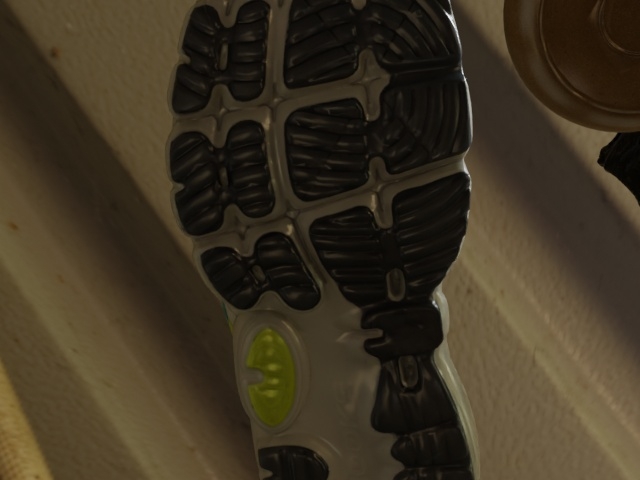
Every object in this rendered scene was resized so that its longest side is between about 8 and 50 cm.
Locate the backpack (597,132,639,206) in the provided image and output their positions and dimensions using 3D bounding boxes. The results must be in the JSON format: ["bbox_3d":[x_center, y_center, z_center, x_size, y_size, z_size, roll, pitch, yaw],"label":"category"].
[{"bbox_3d":[0.405,-0.118,1.441,0.158,0.173,0.117,-3,-138,-32],"label":"backpack"}]

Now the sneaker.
[{"bbox_3d":[0.000,0.000,0.526,0.107,0.110,0.275,-5,-67,-2],"label":"sneaker"}]

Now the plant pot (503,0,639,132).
[{"bbox_3d":[0.283,-0.204,1.216,0.236,0.032,0.236,0,-67,0],"label":"plant pot"}]
